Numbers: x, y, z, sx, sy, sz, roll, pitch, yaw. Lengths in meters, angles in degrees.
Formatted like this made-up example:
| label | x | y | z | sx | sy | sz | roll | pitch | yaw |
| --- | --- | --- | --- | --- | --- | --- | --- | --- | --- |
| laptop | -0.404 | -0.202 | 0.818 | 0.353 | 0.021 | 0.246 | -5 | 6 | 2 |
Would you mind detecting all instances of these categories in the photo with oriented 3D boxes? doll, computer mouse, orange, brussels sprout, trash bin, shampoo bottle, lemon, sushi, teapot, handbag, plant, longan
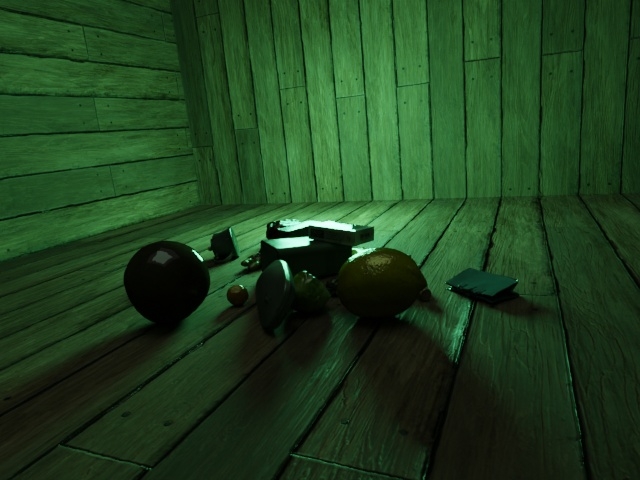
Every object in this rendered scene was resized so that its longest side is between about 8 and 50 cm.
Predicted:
| label | x | y | z | sx | sy | sz | roll | pitch | yaw |
| --- | --- | --- | --- | --- | --- | --- | --- | --- | --- |
| doll | -0.282 | 0.077 | 2.197 | 0.137 | 0.097 | 0.210 | 10 | 25 | 32 |
| computer mouse | -0.164 | 0.172 | 1.541 | 0.095 | 0.197 | 0.331 | 22 | 7 | -15 |
| orange | -0.307 | 0.203 | 1.713 | 0.084 | 0.070 | 0.083 | -4 | 29 | 2 |
| brussels sprout | -0.051 | 0.188 | 1.572 | 0.149 | 0.151 | 0.122 | 30 | 70 | 30 |
| trash bin | -0.061 | 0.076 | 1.985 | 0.344 | 0.158 | 0.223 | -6 | 13 | -26 |
| shampoo bottle | 0.328 | 0.162 | 1.672 | 0.108 | 0.051 | 0.221 | -8 | 14 | -15 |
| lemon | 0.183 | 0.135 | 1.468 | 0.264 | 0.235 | 0.236 | -27 | 16 | -7 |
| sushi | -0.192 | -0.050 | 2.606 | 0.225 | 0.136 | 0.126 | -6 | 21 | -23 |
| teapot | -0.511 | 0.031 | 2.392 | 0.149 | 0.162 | 0.239 | -15 | 44 | -3 |
| handbag | 0.556 | 0.158 | 1.604 | 0.144 | 0.057 | 0.221 | -16 | 17 | -24 |
| plant | 0.091 | 0.168 | 1.702 | 0.175 | 0.087 | 0.085 | -6 | 37 | 16 |
| longan | -0.528 | 0.144 | 1.595 | 0.298 | 0.296 | 0.297 | -5 | 13 | 1 |

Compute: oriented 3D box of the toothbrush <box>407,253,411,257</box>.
| label | x | y | z | sx | sy | sz | roll | pitch | yaw |
| --- | --- | --- | --- | --- | --- | --- | --- | --- | --- |
| toothbrush | 0.323 | 0.115 | 1.937 | 0.030 | 0.025 | 0.342 | 0 | 15 | 30 |

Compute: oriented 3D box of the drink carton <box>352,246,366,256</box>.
| label | x | y | z | sx | sy | sz | roll | pitch | yaw |
| --- | --- | --- | --- | --- | --- | --- | --- | --- | --- |
| drink carton | 0.193 | 0.081 | 2.022 | 0.084 | 0.074 | 0.200 | -8 | 15 | -10 |

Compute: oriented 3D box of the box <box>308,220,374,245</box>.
| label | x | y | z | sx | sy | sz | roll | pitch | yaw |
| --- | --- | --- | --- | --- | --- | --- | --- | --- | --- |
| box | 0.088 | -0.032 | 1.971 | 0.243 | 0.067 | 0.155 | 10 | 16 | 38 |

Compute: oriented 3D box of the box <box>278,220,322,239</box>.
| label | x | y | z | sx | sy | sz | roll | pitch | yaw |
| --- | --- | --- | --- | --- | --- | --- | --- | --- | --- |
| box | -0.098 | 0.015 | 2.198 | 0.138 | 0.178 | 0.274 | 6 | 17 | 42 |
